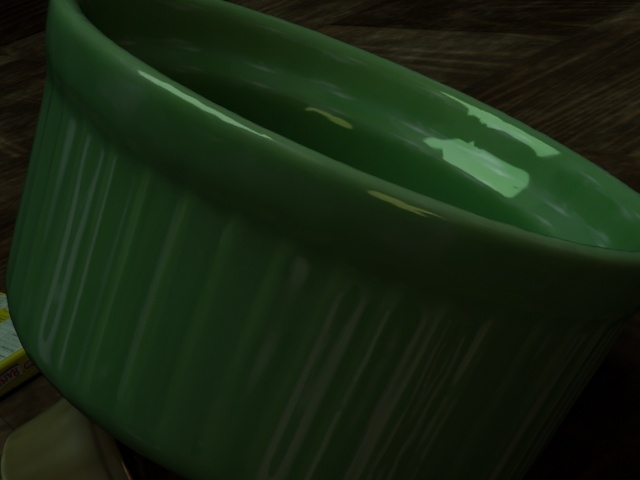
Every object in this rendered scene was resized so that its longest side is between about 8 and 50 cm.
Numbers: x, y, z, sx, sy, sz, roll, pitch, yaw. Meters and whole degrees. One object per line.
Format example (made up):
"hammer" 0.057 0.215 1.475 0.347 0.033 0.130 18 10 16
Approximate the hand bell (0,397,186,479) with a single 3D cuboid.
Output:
"hand bell" -0.179 0.145 0.554 0.242 0.126 0.126 -26 21 13

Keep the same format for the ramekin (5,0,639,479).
"ramekin" 0.000 0.000 0.509 0.304 0.148 0.303 21 18 -7

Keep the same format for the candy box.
"candy box" -0.280 0.078 0.836 0.206 0.027 0.105 8 35 46
